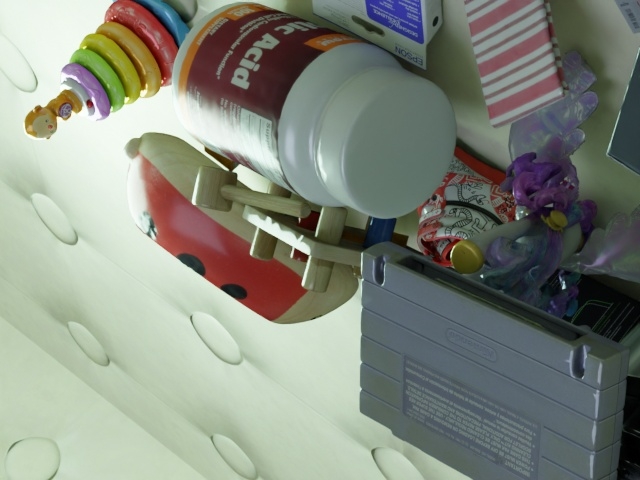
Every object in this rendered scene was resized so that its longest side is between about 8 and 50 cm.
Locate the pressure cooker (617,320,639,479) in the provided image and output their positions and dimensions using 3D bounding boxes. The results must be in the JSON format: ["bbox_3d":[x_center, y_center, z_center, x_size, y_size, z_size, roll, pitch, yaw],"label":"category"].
[{"bbox_3d":[0.467,0.260,1.775,0.370,0.420,0.375,54,153,-6],"label":"pressure cooker"}]

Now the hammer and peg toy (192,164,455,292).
[{"bbox_3d":[0.000,0.000,2.183,0.361,0.127,0.266,12,-172,-30],"label":"hammer and peg toy"}]

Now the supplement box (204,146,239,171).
[{"bbox_3d":[-0.132,-0.166,2.435,0.062,0.098,0.036,37,155,17],"label":"supplement box"}]

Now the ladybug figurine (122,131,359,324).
[{"bbox_3d":[-0.145,-0.009,2.466,0.449,0.162,0.305,36,180,-13],"label":"ladybug figurine"}]

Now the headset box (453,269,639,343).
[{"bbox_3d":[0.316,0.144,2.134,0.283,0.131,0.246,28,156,33],"label":"headset box"}]

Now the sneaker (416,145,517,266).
[{"bbox_3d":[0.155,-0.057,2.092,0.270,0.145,0.090,28,152,27],"label":"sneaker"}]

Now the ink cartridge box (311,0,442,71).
[{"bbox_3d":[0.066,-0.343,1.960,0.206,0.045,0.208,32,149,29],"label":"ink cartridge box"}]

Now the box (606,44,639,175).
[{"bbox_3d":[0.396,-0.194,1.487,0.103,0.184,0.261,34,142,23],"label":"box"}]

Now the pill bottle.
[{"bbox_3d":[-0.013,-0.177,2.054,0.392,0.224,0.224,28,149,47],"label":"pill bottle"}]

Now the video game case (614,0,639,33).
[{"bbox_3d":[0.366,-0.273,1.653,0.087,0.011,0.122,56,152,-16],"label":"video game case"}]

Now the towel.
[{"bbox_3d":[0.230,-0.242,1.778,0.144,0.029,0.197,-22,78,61],"label":"towel"}]

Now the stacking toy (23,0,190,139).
[{"bbox_3d":[-0.353,-0.256,2.408,0.165,0.302,0.175,29,148,32],"label":"stacking toy"}]

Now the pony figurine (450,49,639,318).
[{"bbox_3d":[0.274,-0.007,1.851,0.303,0.363,0.351,49,139,9],"label":"pony figurine"}]

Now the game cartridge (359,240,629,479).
[{"bbox_3d":[0.182,0.160,1.687,0.355,0.068,0.230,25,129,42],"label":"game cartridge"}]
